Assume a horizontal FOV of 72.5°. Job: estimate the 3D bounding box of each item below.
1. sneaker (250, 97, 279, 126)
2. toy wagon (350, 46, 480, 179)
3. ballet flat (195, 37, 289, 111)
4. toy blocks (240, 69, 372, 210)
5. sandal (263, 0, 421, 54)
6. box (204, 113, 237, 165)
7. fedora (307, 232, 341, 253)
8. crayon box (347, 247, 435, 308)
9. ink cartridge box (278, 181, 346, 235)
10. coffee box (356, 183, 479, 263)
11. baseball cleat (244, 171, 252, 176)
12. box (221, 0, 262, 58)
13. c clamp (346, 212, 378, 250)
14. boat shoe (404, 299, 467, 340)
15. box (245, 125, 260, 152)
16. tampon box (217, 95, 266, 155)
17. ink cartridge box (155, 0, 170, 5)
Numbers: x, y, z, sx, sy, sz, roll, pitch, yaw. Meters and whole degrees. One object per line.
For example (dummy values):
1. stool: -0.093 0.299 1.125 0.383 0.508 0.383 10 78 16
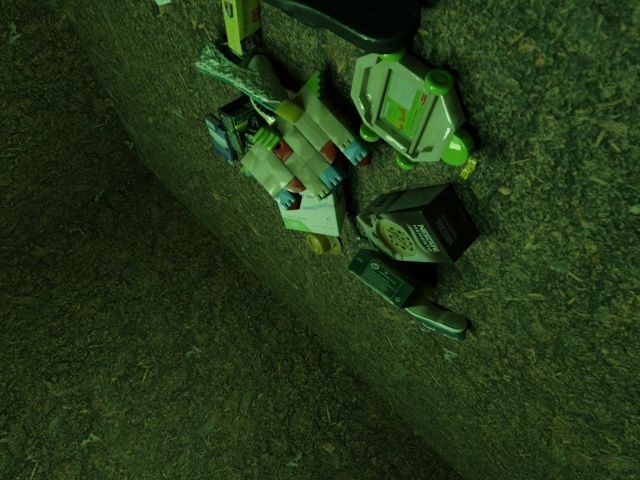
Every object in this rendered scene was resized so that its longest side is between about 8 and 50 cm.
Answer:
1. sneaker: -0.153 -0.400 1.405 0.208 0.081 0.094 48 162 -2
2. toy wagon: 0.209 -0.266 0.950 0.344 0.068 0.267 41 159 15
3. ballet flat: -0.224 -0.503 1.295 0.409 0.147 0.147 36 156 28
4. toy blocks: -0.030 -0.228 1.208 0.261 0.191 0.381 48 117 1
5. sandal: -0.005 -0.485 0.867 0.446 0.167 0.107 41 176 18
6. box: -0.439 -0.444 1.949 0.136 0.036 0.225 40 156 22
7. fedora: 0.000 0.000 1.814 0.194 0.079 0.194 40 159 19
8. crayon box: 0.242 0.122 1.400 0.203 0.083 0.323 37 -169 25
9. ink cartridge box: -0.038 -0.172 1.415 0.207 0.119 0.353 9 147 16
10. coffee box: 0.253 -0.040 1.188 0.168 0.119 0.297 55 158 -15
11. baseball cleat: -0.191 -0.266 1.627 0.206 0.072 0.109 -21 127 37
12. box: -0.206 -0.602 1.146 0.058 0.087 0.232 40 157 16
13. c clamp: 0.154 -0.031 1.545 0.137 0.022 0.160 25 151 56
14. boat shoe: 0.388 0.268 1.515 0.255 0.095 0.079 19 134 37
15. box: -0.157 -0.288 1.481 0.191 0.045 0.184 21 157 5
16. tampon box: -0.268 -0.406 1.550 0.101 0.120 0.160 34 151 37
17. ink cartridge box: -0.509 -0.841 1.341 0.115 0.067 0.198 25 148 47
